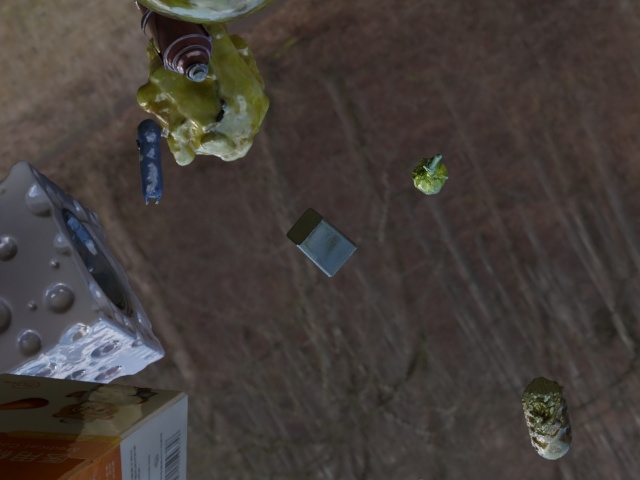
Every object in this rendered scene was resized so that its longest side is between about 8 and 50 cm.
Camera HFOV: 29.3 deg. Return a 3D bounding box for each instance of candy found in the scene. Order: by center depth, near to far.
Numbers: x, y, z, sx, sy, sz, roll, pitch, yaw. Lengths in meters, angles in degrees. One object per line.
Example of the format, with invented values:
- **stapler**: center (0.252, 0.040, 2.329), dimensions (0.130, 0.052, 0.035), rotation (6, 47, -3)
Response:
- **candy**: center (0.178, -0.115, 1.918), dimensions (0.058, 0.062, 0.194), rotation (-6, 172, -1)

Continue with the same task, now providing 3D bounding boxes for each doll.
- **doll**: center (-0.248, -0.115, 1.783), dimensions (0.037, 0.125, 0.027), rotation (-4, -176, -35)

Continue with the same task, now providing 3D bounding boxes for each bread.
- **bread**: center (0.311, 0.249, 1.670), dimensions (0.060, 0.110, 0.066), rotation (-15, -157, -4)

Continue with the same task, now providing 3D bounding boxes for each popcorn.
- **popcorn**: center (-0.221, -0.279, 2.301), dimensions (0.252, 0.286, 0.215), rotation (-26, 175, -19)

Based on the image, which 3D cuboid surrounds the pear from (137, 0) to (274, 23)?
- **pear**: center (-0.137, -0.386, 1.367), dimensions (0.284, 0.283, 0.283), rotation (-31, -171, 5)

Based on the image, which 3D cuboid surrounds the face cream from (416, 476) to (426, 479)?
- **face cream**: center (0.203, 0.589, 2.349), dimensions (0.201, 0.187, 0.201), rotation (-47, 166, -15)

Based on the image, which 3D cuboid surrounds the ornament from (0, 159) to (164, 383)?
- **ornament**: center (-0.382, 0.085, 1.564), dimensions (0.240, 0.239, 0.239), rotation (-30, 161, 1)

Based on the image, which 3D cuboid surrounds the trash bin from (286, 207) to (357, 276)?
- **trash bin**: center (0.000, 0.000, 1.718), dimensions (0.061, 0.092, 0.043), rotation (-49, -133, -2)

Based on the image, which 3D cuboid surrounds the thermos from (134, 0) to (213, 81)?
- **thermos**: center (-0.247, -0.362, 2.137), dimensions (0.099, 0.232, 0.124), rotation (-31, 150, 6)

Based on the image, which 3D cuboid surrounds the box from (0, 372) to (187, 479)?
- **box**: center (-0.284, 0.238, 1.138), dimensions (0.225, 0.143, 0.341), rotation (3, -172, 15)
